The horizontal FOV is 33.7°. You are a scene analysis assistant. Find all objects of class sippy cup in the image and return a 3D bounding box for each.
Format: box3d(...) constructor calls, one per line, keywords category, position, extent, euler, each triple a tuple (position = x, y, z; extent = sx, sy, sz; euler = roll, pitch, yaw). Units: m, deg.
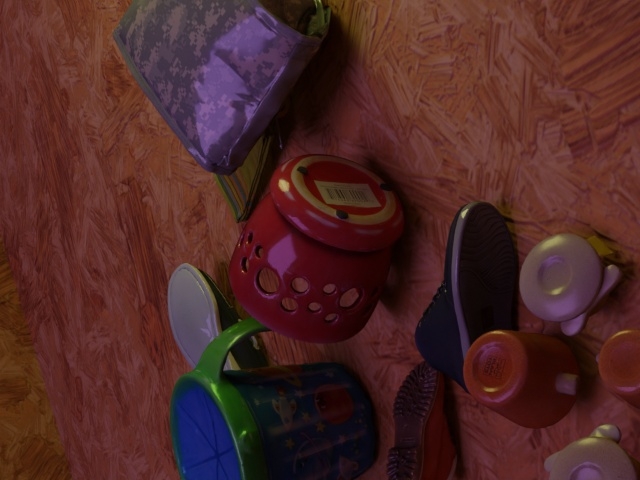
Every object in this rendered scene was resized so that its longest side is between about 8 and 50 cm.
box3d(category="sippy cup", position=(-0.056, 0.267, 1.430), extent=(0.240, 0.224, 0.306), euler=(58, 144, 33))

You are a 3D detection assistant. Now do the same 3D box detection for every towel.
box3d(category="towel", position=(-0.119, -0.124, 1.563), extent=(0.102, 0.021, 0.237), euler=(59, 153, 20))

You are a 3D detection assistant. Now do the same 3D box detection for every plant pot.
box3d(category="plant pot", position=(0.000, 0.000, 1.287), extent=(0.191, 0.191, 0.174), euler=(52, 134, 37))

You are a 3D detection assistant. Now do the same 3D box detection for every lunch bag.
box3d(category="lunch bag", position=(-0.115, -0.253, 1.367), extent=(0.235, 0.168, 0.287), euler=(-52, 52, 31))

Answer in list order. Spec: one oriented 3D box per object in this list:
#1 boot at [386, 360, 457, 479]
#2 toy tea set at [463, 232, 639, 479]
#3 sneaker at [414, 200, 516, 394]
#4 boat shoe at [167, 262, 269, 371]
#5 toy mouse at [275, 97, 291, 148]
box3d(category="boot", position=(0.130, 0.225, 1.264), extent=(0.059, 0.084, 0.158), euler=(-7, 66, 51))
box3d(category="toy tea set", position=(0.277, 0.158, 0.976), extent=(0.200, 0.124, 0.336), euler=(-50, 48, 18))
box3d(category="sneaker", position=(0.146, 0.061, 1.155), extent=(0.118, 0.083, 0.222), euler=(19, 117, 57))
box3d(category="boat shoe", position=(-0.155, 0.171, 1.697), extent=(0.114, 0.091, 0.303), euler=(-41, 61, 35))
box3d(category="toy mouse", position=(-0.085, -0.217, 1.505), extent=(0.143, 0.031, 0.161), euler=(16, 115, 57))
